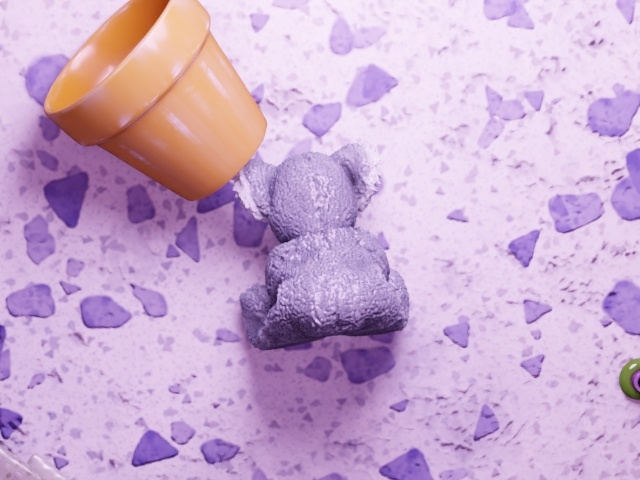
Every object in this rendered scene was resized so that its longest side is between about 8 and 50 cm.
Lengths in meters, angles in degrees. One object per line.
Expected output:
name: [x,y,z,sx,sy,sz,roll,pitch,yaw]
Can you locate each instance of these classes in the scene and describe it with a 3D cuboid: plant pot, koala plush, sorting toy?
plant pot: [-0.166,-0.151,1.763,0.205,0.205,0.188,-46,113,1]
koala plush: [0.000,0.000,1.792,0.196,0.203,0.221,-8,84,-4]
sorting toy: [0.408,0.174,1.899,0.102,0.042,0.061,27,93,-6]

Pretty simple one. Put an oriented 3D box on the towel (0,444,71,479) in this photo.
towel: [-0.350,0.433,1.872,0.324,0.056,0.312,40,94,-9]
